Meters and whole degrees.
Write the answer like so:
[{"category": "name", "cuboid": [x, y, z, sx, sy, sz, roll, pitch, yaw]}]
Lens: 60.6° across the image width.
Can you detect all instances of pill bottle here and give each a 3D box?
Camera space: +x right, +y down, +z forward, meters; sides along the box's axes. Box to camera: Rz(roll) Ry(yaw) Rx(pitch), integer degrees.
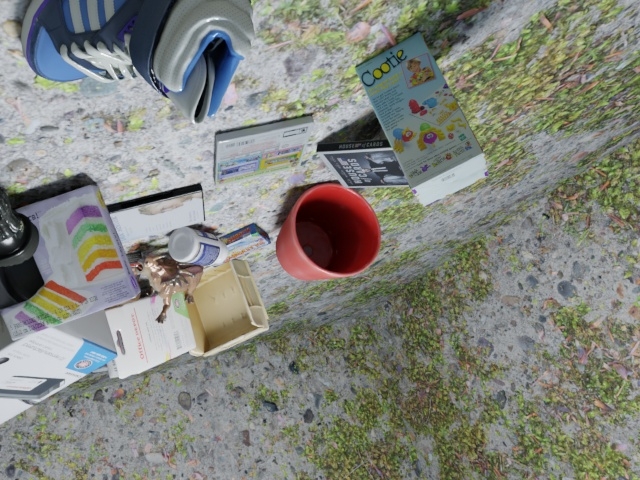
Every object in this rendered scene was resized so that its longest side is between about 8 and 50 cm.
[{"category": "pill bottle", "cuboid": [-0.331, 0.022, 1.513, 0.094, 0.094, 0.169, -27, 161, 18]}]

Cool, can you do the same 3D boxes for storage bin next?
[{"category": "storage bin", "cuboid": [-0.340, 0.227, 1.848, 0.262, 0.260, 0.123, -27, 166, 17]}]

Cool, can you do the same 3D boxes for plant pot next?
[{"category": "plant pot", "cuboid": [0.000, 0.000, 1.593, 0.275, 0.275, 0.243, -11, 169, -28]}]

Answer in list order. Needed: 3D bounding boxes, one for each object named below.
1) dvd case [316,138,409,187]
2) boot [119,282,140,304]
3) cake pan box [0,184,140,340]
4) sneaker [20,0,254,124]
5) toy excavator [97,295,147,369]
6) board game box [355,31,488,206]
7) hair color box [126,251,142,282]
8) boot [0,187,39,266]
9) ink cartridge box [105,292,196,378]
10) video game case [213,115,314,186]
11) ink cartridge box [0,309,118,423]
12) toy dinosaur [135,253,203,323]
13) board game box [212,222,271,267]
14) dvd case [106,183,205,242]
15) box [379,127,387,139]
[{"category": "dvd case", "cuboid": [0.132, -0.181, 1.308, 0.238, 0.029, 0.179, 1, 157, 28]}, {"category": "boot", "cuboid": [-0.642, 0.106, 1.438, 0.220, 0.109, 0.283, -8, 157, 17]}, {"category": "cake pan box", "cuboid": [-0.533, 0.042, 1.096, 0.267, 0.246, 0.070, -18, -174, -6]}, {"category": "sneaker", "cuboid": [-0.225, -0.224, 0.665, 0.323, 0.236, 0.130, -28, 161, 19]}, {"category": "toy excavator", "cuboid": [-0.816, 0.342, 1.775, 0.445, 0.222, 0.433, -21, 163, 30]}, {"category": "board game box", "cuboid": [0.198, -0.230, 1.067, 0.144, 0.275, 0.142, -26, 162, 14]}, {"category": "hair color box", "cuboid": [-0.544, 0.084, 1.540, 0.072, 0.043, 0.141, -10, 159, -29]}, {"category": "boot", "cuboid": [-0.676, -0.033, 0.897, 0.348, 0.131, 0.260, -15, 159, -10]}, {"category": "ink cartridge box", "cuboid": [-0.545, 0.281, 1.656, 0.119, 0.207, 0.353, -14, 179, 22]}, {"category": "video game case", "cuboid": [-0.131, -0.196, 1.216, 0.212, 0.023, 0.193, -16, 162, -18]}, {"category": "ink cartridge box", "cuboid": [-0.740, 0.273, 1.291, 0.395, 0.166, 0.285, -30, 151, 0]}, {"category": "toy dinosaur", "cuboid": [-0.407, 0.104, 1.585, 0.200, 0.127, 0.295, -54, 169, 25]}, {"category": "board game box", "cuboid": [-0.265, 0.017, 1.673, 0.201, 0.035, 0.136, -23, 162, 7]}, {"category": "dvd case", "cuboid": [-0.404, -0.058, 1.315, 0.253, 0.022, 0.180, -16, 162, -15]}, {"category": "box", "cuboid": [0.211, -0.249, 1.315, 0.101, 0.102, 0.087, -16, 165, -13]}]
